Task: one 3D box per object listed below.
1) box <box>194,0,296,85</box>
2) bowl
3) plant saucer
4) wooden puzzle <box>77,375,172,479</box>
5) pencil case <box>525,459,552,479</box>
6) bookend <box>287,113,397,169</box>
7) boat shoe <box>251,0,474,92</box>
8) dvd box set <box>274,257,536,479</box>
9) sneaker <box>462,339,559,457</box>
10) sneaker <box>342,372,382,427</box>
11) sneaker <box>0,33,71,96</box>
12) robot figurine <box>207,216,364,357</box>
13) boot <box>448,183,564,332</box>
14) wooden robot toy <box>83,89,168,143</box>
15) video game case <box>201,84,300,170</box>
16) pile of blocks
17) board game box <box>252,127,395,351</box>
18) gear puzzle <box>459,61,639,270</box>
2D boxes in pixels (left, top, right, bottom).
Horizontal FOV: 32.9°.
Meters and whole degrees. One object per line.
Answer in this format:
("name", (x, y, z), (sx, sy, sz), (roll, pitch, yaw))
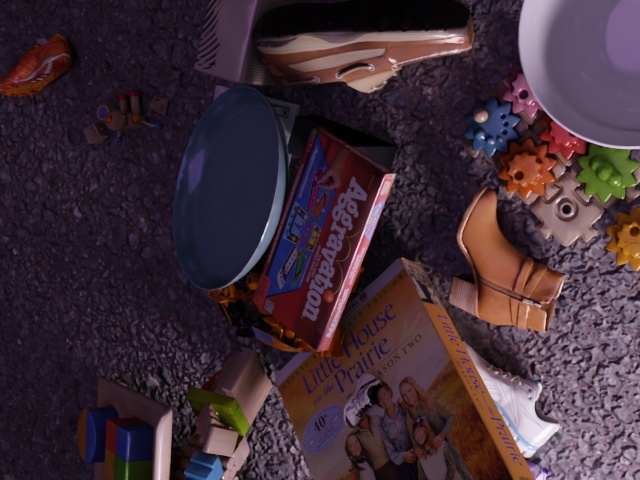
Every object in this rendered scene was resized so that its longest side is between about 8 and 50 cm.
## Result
("box", (-0.101, -0.381, 1.665), (0.094, 0.113, 0.275), (20, 103, 27))
("bowl", (0.412, -0.266, 1.375), (0.298, 0.134, 0.297), (4, 97, 29))
("plant saucer", (-0.134, -0.077, 1.659), (0.318, 0.044, 0.317), (-23, 62, 52))
("wooden puzzle", (-0.335, 0.406, 1.779), (0.348, 0.081, 0.322), (7, 95, 62))
("pencil case", (0.224, 0.333, 1.567), (0.206, 0.088, 0.086), (18, 101, 27))
("bookend", (0.006, -0.131, 1.602), (0.156, 0.157, 0.072), (24, 106, 24))
("boat shoe", (0.065, -0.285, 1.589), (0.324, 0.122, 0.119), (1, 131, 19))
("dvd box set", (0.109, 0.276, 1.543), (0.307, 0.062, 0.420), (-45, 49, 26))
("sneaker", (0.269, 0.211, 1.548), (0.083, 0.071, 0.190), (-41, 84, 19))
("sneaker", (0.060, 0.231, 1.539), (0.037, 0.032, 0.083), (24, 95, 47))
("sneaker", (-0.511, -0.309, 1.939), (0.175, 0.064, 0.067), (-23, 64, 24))
("robot figurine", (-0.068, 0.067, 1.671), (0.291, 0.085, 0.211), (19, 99, 42))
("boot", (0.269, 0.027, 1.523), (0.152, 0.073, 0.197), (18, 115, 28))
("wooden robot toy", (-0.344, -0.211, 1.835), (0.173, 0.079, 0.076), (-12, 89, 29))
("video game case", (-0.114, -0.165, 1.746), (0.157, 0.019, 0.143), (17, 103, 26))
("pile of blocks", (-0.194, 0.339, 1.705), (0.113, 0.149, 0.362), (11, 77, 25))
("board game box", (0.000, 0.000, 1.516), (0.145, 0.027, 0.281), (35, 116, 33))
("gear puzzle", (0.338, -0.089, 1.485), (0.175, 0.044, 0.339), (-46, 73, 25))
